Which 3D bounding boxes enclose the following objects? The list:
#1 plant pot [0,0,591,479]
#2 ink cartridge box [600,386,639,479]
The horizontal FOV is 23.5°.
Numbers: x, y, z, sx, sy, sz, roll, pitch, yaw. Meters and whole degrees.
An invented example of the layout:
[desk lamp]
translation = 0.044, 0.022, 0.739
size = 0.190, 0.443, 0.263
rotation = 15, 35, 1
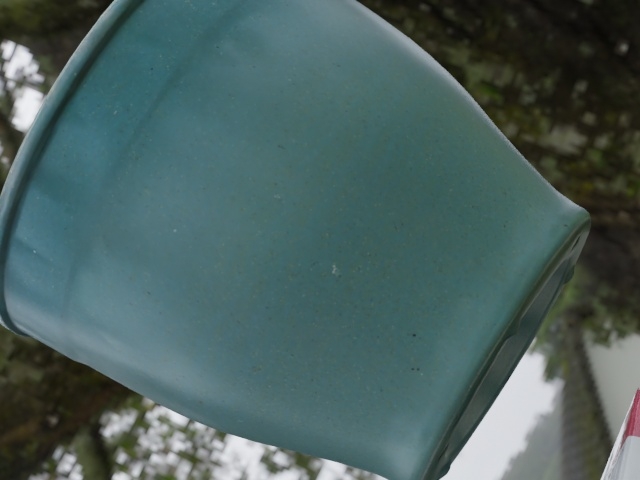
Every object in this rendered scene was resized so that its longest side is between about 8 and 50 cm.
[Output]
[plant pot]
translation = 0.000, 0.000, 0.864
size = 0.271, 0.255, 0.271
rotation = -55, -13, -19
[ink cartridge box]
translation = 0.170, 0.171, 0.800
size = 0.109, 0.063, 0.150
rotation = 97, -168, -49
